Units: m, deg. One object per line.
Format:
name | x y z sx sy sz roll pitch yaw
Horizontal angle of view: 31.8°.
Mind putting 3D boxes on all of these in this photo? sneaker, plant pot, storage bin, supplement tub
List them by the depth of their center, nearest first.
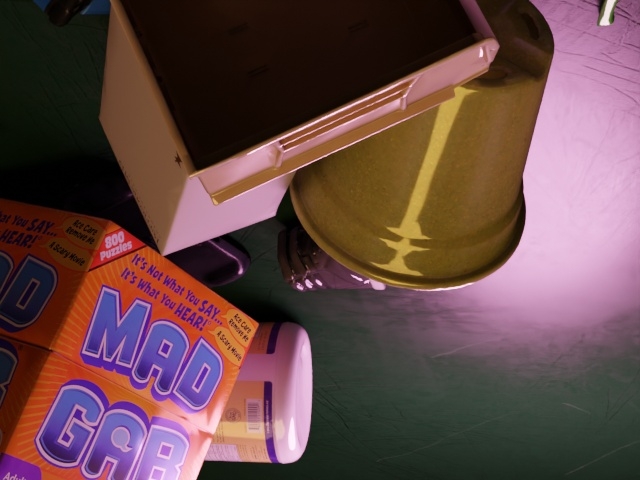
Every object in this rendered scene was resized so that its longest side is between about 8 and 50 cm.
storage bin | -0.029 -0.202 0.877 0.260 0.262 0.123 -25 169 -4
plant pot | 0.119 -0.132 1.179 0.276 0.276 0.254 8 140 -6
sneaker | 0.000 0.001 1.561 0.146 0.105 0.296 -7 154 10
supplement tub | -0.191 0.255 1.919 0.331 0.241 0.241 1 151 8

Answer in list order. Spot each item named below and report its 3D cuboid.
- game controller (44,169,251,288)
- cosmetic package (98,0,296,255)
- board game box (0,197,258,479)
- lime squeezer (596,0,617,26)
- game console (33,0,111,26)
game controller | -0.247 -0.004 1.656 0.166 0.067 0.319 -28 140 23
cosmetic package | -0.111 -0.147 1.130 0.155 0.197 0.365 -22 166 -21
board game box | -0.377 0.180 1.576 0.356 0.356 0.356 10 160 36
lime squeezer | 0.255 -0.301 1.046 0.110 0.059 0.310 21 169 43
game console | -0.173 -0.341 1.044 0.250 0.173 0.293 46 139 -8
